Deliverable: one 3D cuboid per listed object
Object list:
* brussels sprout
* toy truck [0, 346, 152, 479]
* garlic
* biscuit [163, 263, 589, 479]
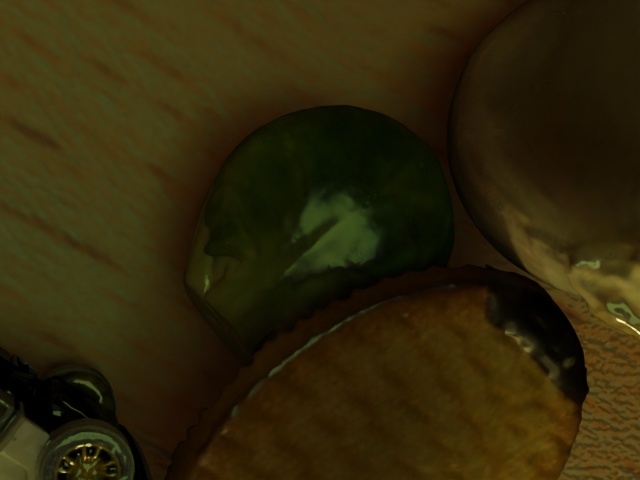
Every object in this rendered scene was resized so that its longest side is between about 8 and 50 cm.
[{"bbox_3d":[-0.003,-0.004,1.023,0.181,0.144,0.161,-30,145,-17],"label":"brussels sprout"},{"bbox_3d":[-0.281,0.089,0.944,0.367,0.146,0.175,36,94,-17],"label":"toy truck"},{"bbox_3d":[0.231,-0.110,1.040,0.231,0.246,0.340,34,87,-3],"label":"garlic"},{"bbox_3d":[0.040,0.147,1.045,0.318,0.040,0.318,-17,131,-20],"label":"biscuit"}]
